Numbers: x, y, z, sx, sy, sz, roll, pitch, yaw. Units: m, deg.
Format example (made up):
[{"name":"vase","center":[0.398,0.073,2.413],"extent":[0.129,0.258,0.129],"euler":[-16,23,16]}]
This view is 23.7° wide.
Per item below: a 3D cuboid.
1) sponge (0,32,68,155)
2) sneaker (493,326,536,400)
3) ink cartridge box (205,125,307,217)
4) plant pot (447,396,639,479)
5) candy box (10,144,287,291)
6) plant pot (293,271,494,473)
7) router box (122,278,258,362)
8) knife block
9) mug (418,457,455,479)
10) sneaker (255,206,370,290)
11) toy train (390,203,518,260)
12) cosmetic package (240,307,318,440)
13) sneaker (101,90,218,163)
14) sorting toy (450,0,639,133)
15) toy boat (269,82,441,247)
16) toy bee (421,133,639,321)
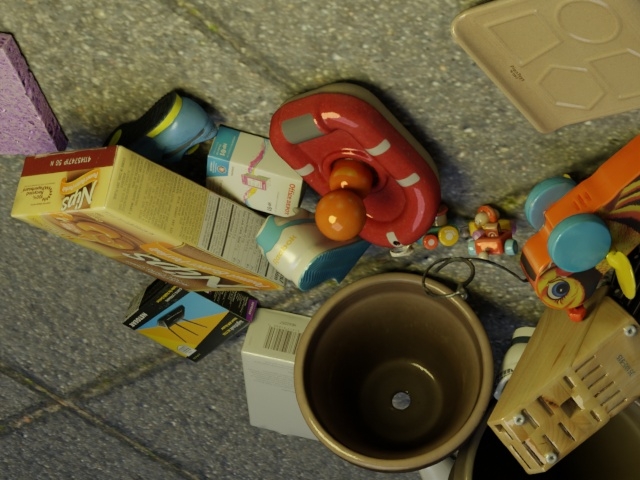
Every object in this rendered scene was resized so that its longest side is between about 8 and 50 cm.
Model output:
[{"name":"sponge","center":[-0.406,-0.181,1.917],"extent":[0.117,0.031,0.210],"euler":[5,144,18]},{"name":"sneaker","center":[0.326,0.172,1.927],"extent":[0.235,0.095,0.090],"euler":[-3,135,48]},{"name":"ink cartridge box","center":[-0.077,-0.083,1.888],"extent":[0.122,0.052,0.088],"euler":[14,147,2]},{"name":"plant pot","center":[0.308,0.360,2.166],"extent":[0.323,0.323,0.280],"euler":[24,163,-10]},{"name":"candy box","center":[-0.204,-0.020,1.911],"extent":[0.183,0.088,0.316],"euler":[-2,161,42]},{"name":"plant pot","center":[0.105,0.200,2.068],"extent":[0.263,0.263,0.229],"euler":[11,163,10]},{"name":"router box","center":[-0.191,0.104,2.218],"extent":[0.133,0.046,0.179],"euler":[29,145,-17]},{"name":"knife block","center":[0.303,0.126,1.816],"extent":[0.088,0.275,0.242],"euler":[51,-178,-17]},{"name":"mug","center":[0.172,0.355,2.405],"extent":[0.078,0.062,0.064],"euler":[-13,128,29]},{"name":"sneaker","center":[0.000,0.000,1.887],"extent":[0.092,0.087,0.228],"euler":[40,-166,15]},{"name":"toy train","center":[0.169,-0.013,1.837],"extent":[0.166,0.125,0.046],"euler":[0,106,31]},{"name":"cosmetic package","center":[-0.047,0.201,2.261],"extent":[0.117,0.085,0.231],"euler":[12,148,8]},{"name":"sneaker","center":[-0.207,-0.114,1.890],"extent":[0.082,0.069,0.209],"euler":[32,144,-27]},{"name":"sorting toy","center":[0.268,-0.199,1.570],"extent":[0.208,0.038,0.193],"euler":[-15,135,41]},{"name":"toy boat","center":[0.036,-0.064,1.773],"extent":[0.151,0.151,0.231],"euler":[-15,135,40]},{"name":"toy bee","center":[0.285,0.006,1.723],"extent":[0.298,0.195,0.162],"euler":[-18,132,24]}]
